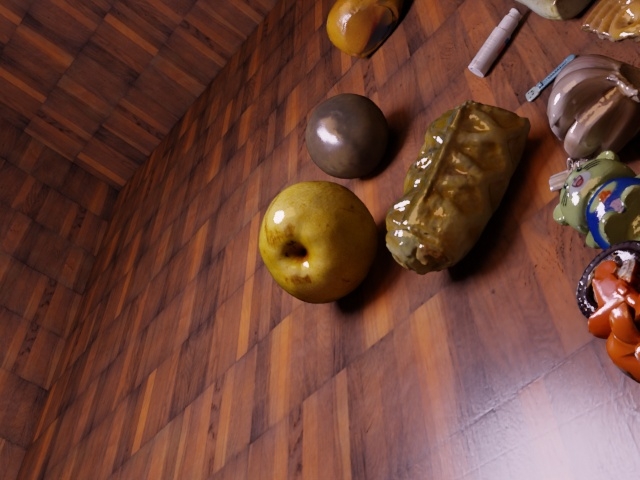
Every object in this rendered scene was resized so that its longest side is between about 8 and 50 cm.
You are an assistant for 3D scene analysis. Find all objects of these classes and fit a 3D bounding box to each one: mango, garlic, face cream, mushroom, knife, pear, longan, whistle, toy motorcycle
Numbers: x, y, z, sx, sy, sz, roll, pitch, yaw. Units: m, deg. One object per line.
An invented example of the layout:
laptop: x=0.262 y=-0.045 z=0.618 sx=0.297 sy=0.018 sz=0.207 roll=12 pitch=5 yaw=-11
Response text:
mango: x=0.116 y=-0.573 z=1.938 sx=0.236 sy=0.136 sz=0.166 roll=-42 pitch=23 yaw=19
garlic: x=0.338 y=-0.148 z=0.998 sx=0.131 sy=0.127 sz=0.194 roll=-36 pitch=-23 yaw=-38
face cream: x=0.312 y=-0.352 z=1.391 sx=0.130 sy=0.034 sz=0.034 roll=-56 pitch=23 yaw=1
mushroom: x=0.371 y=-0.449 z=1.356 sx=0.100 sy=0.081 sz=0.312 roll=-52 pitch=27 yaw=16
knife: x=0.354 y=-0.252 z=1.209 sx=0.096 sy=0.010 sz=0.027 roll=-43 pitch=27 yaw=27
pear: x=0.000 y=0.000 z=1.334 sx=0.209 sy=0.209 sz=0.209 roll=-43 pitch=26 yaw=27
longan: x=0.054 y=-0.205 z=1.553 sx=0.167 sy=0.167 sz=0.187 roll=-49 pitch=45 yaw=16
whistle: x=0.333 y=-0.028 z=0.861 sx=0.105 sy=0.085 sz=0.227 roll=-53 pitch=24 yaw=13
toy motorcycle: x=0.362 y=0.028 z=0.654 sx=0.325 sy=0.147 sz=0.221 roll=-36 pitch=32 yaw=34

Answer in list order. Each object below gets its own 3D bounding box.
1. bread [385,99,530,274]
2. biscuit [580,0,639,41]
bread: x=0.191 y=-0.073 z=1.143 sx=0.152 sy=0.130 sz=0.268 roll=4 pitch=62 yaw=54
biscuit: x=0.459 y=-0.331 z=1.083 sx=0.144 sy=0.033 sz=0.224 roll=-52 pitch=24 yaw=9
